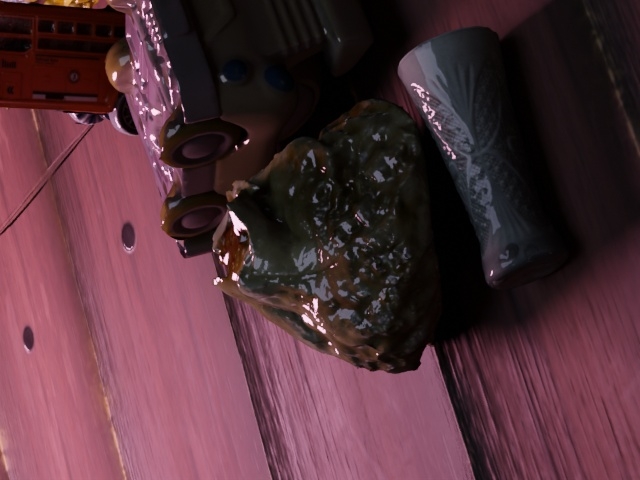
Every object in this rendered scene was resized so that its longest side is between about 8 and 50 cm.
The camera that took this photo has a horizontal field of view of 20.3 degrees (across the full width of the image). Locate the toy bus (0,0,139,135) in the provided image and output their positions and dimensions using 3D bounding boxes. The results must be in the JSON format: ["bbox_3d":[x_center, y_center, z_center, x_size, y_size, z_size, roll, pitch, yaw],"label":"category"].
[{"bbox_3d":[-0.330,-0.203,2.041,0.143,0.329,0.153,18,105,55],"label":"toy bus"}]

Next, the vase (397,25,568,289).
[{"bbox_3d":[0.146,-0.069,1.567,0.096,0.096,0.219,-40,63,50],"label":"vase"}]

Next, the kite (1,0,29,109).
[{"bbox_3d":[-0.431,-0.316,2.405,0.169,0.015,0.310,37,133,34],"label":"kite"}]

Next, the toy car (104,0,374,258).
[{"bbox_3d":[-0.087,-0.163,1.828,0.336,0.226,0.242,97,154,-64],"label":"toy car"}]

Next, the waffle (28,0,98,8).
[{"bbox_3d":[-0.292,-0.421,2.162,0.307,0.060,0.312,5,104,43],"label":"waffle"}]

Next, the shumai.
[{"bbox_3d":[0.002,0.000,1.656,0.189,0.218,0.256,36,-131,-81],"label":"shumai"}]
